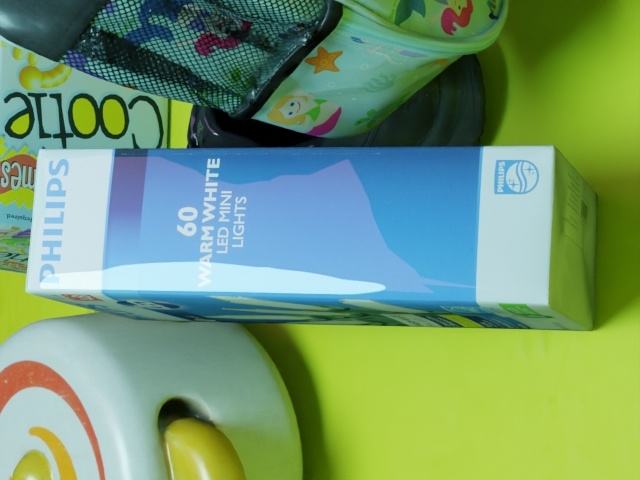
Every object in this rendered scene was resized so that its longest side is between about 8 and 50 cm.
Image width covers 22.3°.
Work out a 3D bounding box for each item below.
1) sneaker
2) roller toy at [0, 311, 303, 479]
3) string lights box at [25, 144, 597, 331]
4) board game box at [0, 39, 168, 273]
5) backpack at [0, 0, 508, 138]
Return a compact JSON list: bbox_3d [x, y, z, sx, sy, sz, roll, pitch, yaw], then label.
[{"bbox_3d":[-0.039,-0.049,0.962,0.286,0.130,0.109,-35,59,41],"label":"sneaker"},{"bbox_3d":[-0.118,0.138,0.979,0.209,0.146,0.191,50,127,33],"label":"roller toy"},{"bbox_3d":[0.000,0.000,0.817,0.260,0.133,0.077,0,81,19],"label":"string lights box"},{"bbox_3d":[-0.202,-0.124,1.157,0.142,0.144,0.275,-12,73,47],"label":"board game box"},{"bbox_3d":[-0.024,-0.171,0.758,0.191,0.253,0.225,-34,53,35],"label":"backpack"}]
